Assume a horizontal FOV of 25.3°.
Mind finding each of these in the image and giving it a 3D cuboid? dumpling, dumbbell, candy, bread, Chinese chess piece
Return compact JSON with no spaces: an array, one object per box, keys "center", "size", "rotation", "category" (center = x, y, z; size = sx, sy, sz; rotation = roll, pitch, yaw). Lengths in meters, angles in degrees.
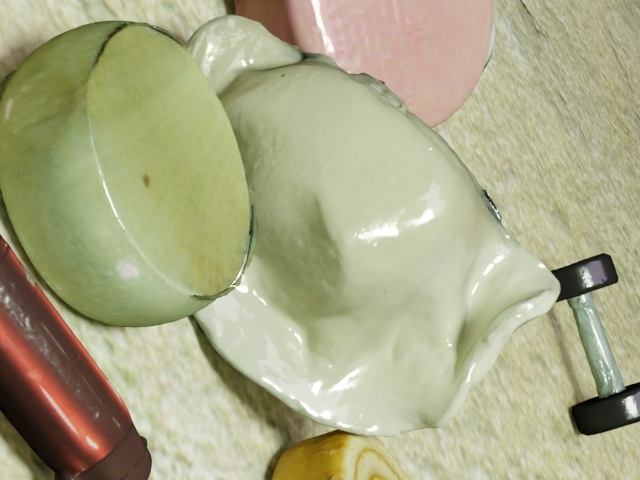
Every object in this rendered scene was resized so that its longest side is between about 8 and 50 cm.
[{"center":[0.000,0.000,1.019],"size":[0.318,0.187,0.243],"rotation":[37,69,4],"category":"dumpling"},{"center":[0.312,0.117,1.618],"size":[0.100,0.100,0.191],"rotation":[-5,77,-65],"category":"dumbbell"},{"center":[0.046,-0.206,1.207],"size":[0.255,0.094,0.255],"rotation":[2,87,-41],"category":"candy"},{"center":[0.029,0.202,0.994],"size":[0.149,0.073,0.122],"rotation":[58,25,-25],"category":"bread"},{"center":[-0.117,-0.040,0.871],"size":[0.188,0.083,0.188],"rotation":[45,37,-48],"category":"Chinese chess piece"}]

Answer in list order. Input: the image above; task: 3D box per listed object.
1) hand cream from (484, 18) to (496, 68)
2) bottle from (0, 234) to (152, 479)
[{"center":[0.027,-0.267,1.327],"size":[0.359,0.118,0.185],"rotation":[40,43,-36],"category":"hand cream"},{"center":[-0.147,0.073,0.747],"size":[0.164,0.060,0.060],"rotation":[58,27,-26],"category":"bottle"}]
